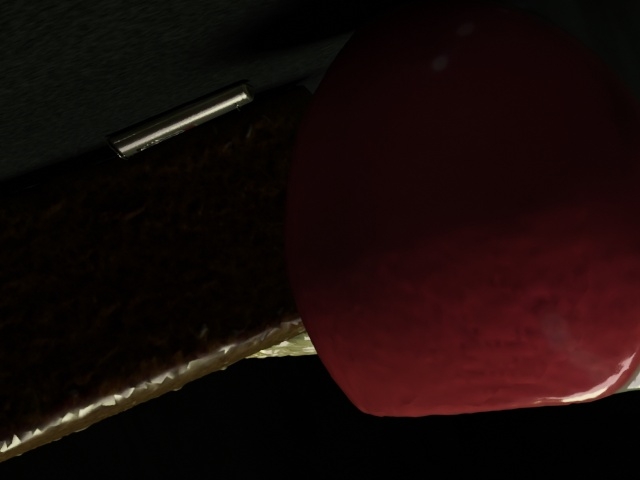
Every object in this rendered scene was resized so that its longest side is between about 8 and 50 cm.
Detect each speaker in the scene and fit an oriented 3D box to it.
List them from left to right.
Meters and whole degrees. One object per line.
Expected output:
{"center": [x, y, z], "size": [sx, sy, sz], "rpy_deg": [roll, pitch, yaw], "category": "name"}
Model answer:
{"center": [0.118, -0.015, 0.804], "size": [0.294, 0.294, 0.294], "rpy_deg": [-22, -179, 0], "category": "speaker"}

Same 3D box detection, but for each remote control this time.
{"center": [-0.082, -0.071, 0.945], "size": [0.091, 0.016, 0.034], "rpy_deg": [-22, 176, 10], "category": "remote control"}

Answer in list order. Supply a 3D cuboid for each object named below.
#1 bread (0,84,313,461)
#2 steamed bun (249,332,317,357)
{"center": [-0.155, 0.036, 1.023], "size": [0.416, 0.165, 0.113], "rpy_deg": [-21, 179, -26], "category": "bread"}
{"center": [0.000, 0.000, 1.688], "size": [0.339, 0.247, 0.352], "rpy_deg": [-5, 175, 5], "category": "steamed bun"}
